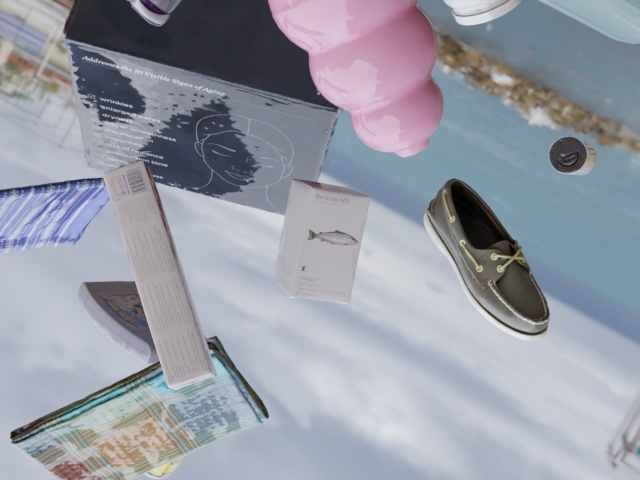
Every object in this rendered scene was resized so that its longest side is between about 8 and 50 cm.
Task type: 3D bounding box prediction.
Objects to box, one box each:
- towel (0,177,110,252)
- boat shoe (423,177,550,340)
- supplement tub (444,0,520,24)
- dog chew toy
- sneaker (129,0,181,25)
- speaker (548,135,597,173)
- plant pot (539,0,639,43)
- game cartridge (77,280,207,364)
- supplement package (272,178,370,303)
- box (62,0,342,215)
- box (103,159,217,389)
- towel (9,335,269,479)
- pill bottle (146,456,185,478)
[{"bbox_3d":[-0.551,-0.033,1.801,0.336,0.243,0.040,-13,-109,-45],"label":"towel"},{"bbox_3d":[0.277,0.028,1.599,0.109,0.091,0.305,-15,-125,-29],"label":"boat shoe"},{"bbox_3d":[0.349,-0.661,2.267,0.191,0.191,0.272,34,154,59],"label":"supplement tub"},{"bbox_3d":[0.064,-0.269,1.309,0.332,0.206,0.206,64,173,-15],"label":"dog chew toy"},{"bbox_3d":[-0.274,-0.407,1.364,0.223,0.098,0.083,41,-167,-38],"label":"sneaker"},{"bbox_3d":[0.372,-0.123,1.434,0.055,0.055,0.136,29,-167,18],"label":"speaker"},{"bbox_3d":[0.387,-0.466,1.394,0.334,0.341,0.341,23,-174,-29],"label":"plant pot"},{"bbox_3d":[-0.410,0.177,2.204,0.297,0.062,0.198,35,-162,36],"label":"game cartridge"},{"bbox_3d":[0.000,0.000,1.578,0.105,0.179,0.105,7,-171,-21],"label":"supplement package"},{"bbox_3d":[-0.196,-0.306,1.845,0.479,0.298,0.472,14,158,-3],"label":"box"},{"bbox_3d":[-0.228,0.047,1.383,0.063,0.067,0.324,77,173,-78],"label":"box"},{"bbox_3d":[-0.292,0.312,1.645,0.271,0.370,0.040,63,-178,-50],"label":"towel"},{"bbox_3d":[-0.306,0.402,2.016,0.103,0.184,0.103,27,-148,-19],"label":"pill bottle"}]
